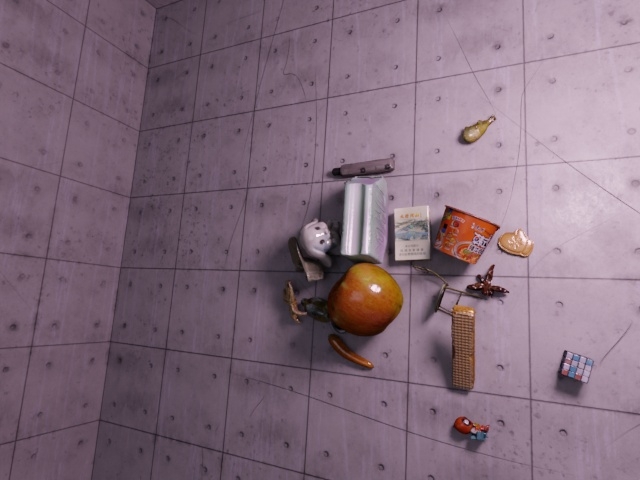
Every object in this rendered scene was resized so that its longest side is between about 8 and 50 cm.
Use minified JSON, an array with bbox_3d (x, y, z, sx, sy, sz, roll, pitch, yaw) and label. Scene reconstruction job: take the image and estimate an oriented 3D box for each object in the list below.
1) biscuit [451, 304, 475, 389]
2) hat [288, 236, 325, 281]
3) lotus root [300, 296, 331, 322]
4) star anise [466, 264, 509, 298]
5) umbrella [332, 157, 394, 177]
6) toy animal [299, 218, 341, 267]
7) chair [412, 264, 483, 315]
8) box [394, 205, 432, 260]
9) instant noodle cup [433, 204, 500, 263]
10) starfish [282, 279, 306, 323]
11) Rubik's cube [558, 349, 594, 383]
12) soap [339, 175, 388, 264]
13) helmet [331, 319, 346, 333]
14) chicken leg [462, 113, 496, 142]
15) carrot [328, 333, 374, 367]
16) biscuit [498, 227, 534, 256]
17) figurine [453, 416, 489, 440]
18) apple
[{"bbox_3d":[0.599,0.448,1.695,0.094,0.054,0.377,3,110,29],"label":"biscuit"},{"bbox_3d":[-0.064,0.095,2.064,0.214,0.149,0.244,-148,52,-65],"label":"hat"},{"bbox_3d":[-0.018,0.346,2.074,0.192,0.088,0.113,21,71,27],"label":"lotus root"},{"bbox_3d":[0.708,0.188,1.732,0.158,0.144,0.140,-37,58,16],"label":"star anise"},{"bbox_3d":[0.219,-0.375,2.107,0.338,0.067,0.073,-4,65,25],"label":"umbrella"},{"bbox_3d":[0.002,-0.010,2.045,0.174,0.289,0.248,-27,50,21],"label":"toy animal"},{"bbox_3d":[0.540,0.240,1.795,0.326,0.160,0.170,22,92,22],"label":"chair"},{"bbox_3d":[0.442,-0.030,1.935,0.164,0.069,0.256,-4,79,25],"label":"box"},{"bbox_3d":[0.623,-0.021,1.765,0.251,0.250,0.191,26,101,27],"label":"instant noodle cup"},{"bbox_3d":[-0.144,0.326,2.122,0.071,0.216,0.237,-19,105,-16],"label":"starfish"},{"bbox_3d":[0.987,0.486,1.567,0.092,0.092,0.092,17,88,27],"label":"Rubik's cube"},{"bbox_3d":[0.218,-0.111,1.944,0.156,0.261,0.445,-5,70,28],"label":"soap"},{"bbox_3d":[0.104,0.392,2.015,0.098,0.070,0.123,-8,98,11],"label":"helmet"},{"bbox_3d":[0.740,-0.528,1.895,0.178,0.070,0.093,-37,61,7],"label":"chicken leg"},{"bbox_3d":[0.138,0.552,1.982,0.271,0.066,0.062,38,141,23],"label":"carrot"},{"bbox_3d":[0.852,0.003,1.761,0.140,0.023,0.118,15,88,28],"label":"biscuit"},{"bbox_3d":[0.628,0.788,1.698,0.140,0.068,0.074,6,86,32],"label":"figurine"},{"bbox_3d":[0.205,0.274,1.851,0.340,0.340,0.338,-5,78,25],"label":"apple"}]
